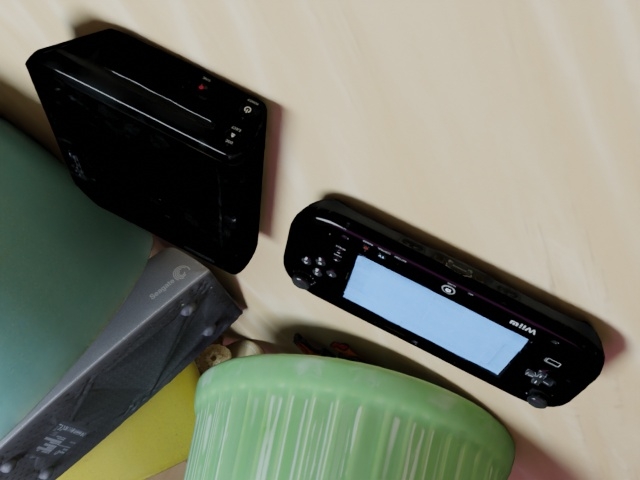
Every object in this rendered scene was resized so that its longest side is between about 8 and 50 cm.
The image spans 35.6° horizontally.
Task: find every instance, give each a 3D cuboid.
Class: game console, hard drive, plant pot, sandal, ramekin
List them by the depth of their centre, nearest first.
[{"bbox_3d":[0.000,0.000,0.599,0.361,0.044,0.213,26,162,5],"label":"game console"},{"bbox_3d":[-0.312,0.017,0.734,0.235,0.293,0.293,47,156,-19],"label":"plant pot"},{"bbox_3d":[-0.187,0.114,0.845,0.054,0.255,0.172,47,173,17],"label":"hard drive"},{"bbox_3d":[0.016,0.234,0.903,0.304,0.148,0.303,11,151,6],"label":"ramekin"},{"bbox_3d":[-0.260,0.149,1.011,0.212,0.187,0.212,7,124,48],"label":"plant pot"},{"bbox_3d":[-0.142,0.131,1.073,0.079,0.088,0.240,29,167,-20],"label":"sandal"}]

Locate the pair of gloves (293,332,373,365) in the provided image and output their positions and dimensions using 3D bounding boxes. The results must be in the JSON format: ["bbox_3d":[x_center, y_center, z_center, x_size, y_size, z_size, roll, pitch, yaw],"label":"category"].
[{"bbox_3d":[0.016,0.109,0.913,0.083,0.010,0.074,5,150,44],"label":"pair of gloves"}]
